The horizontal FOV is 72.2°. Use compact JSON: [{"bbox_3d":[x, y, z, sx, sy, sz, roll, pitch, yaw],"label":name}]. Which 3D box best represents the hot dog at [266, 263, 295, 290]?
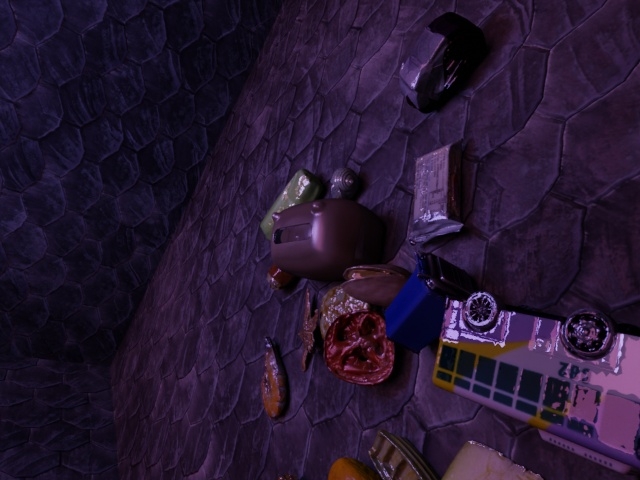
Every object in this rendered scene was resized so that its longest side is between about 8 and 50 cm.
[{"bbox_3d":[-0.134,0.113,1.787,0.213,0.103,0.146,-48,19,13],"label":"hot dog"}]

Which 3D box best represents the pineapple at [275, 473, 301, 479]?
[{"bbox_3d":[-0.050,0.811,1.336,0.111,0.119,0.237,-36,25,-34],"label":"pineapple"}]

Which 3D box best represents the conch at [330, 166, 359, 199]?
[{"bbox_3d":[0.089,-0.202,1.637,0.153,0.102,0.135,164,112,-86],"label":"conch"}]

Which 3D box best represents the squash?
[{"bbox_3d":[0.339,0.555,0.902,0.237,0.155,0.204,13,86,55],"label":"squash"}]

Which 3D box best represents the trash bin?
[{"bbox_3d":[0.268,0.164,1.143,0.234,0.184,0.162,-55,12,30],"label":"trash bin"}]

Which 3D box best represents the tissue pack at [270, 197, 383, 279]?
[{"bbox_3d":[0.000,0.000,1.511,0.387,0.276,0.267,-7,71,52],"label":"tissue pack"}]

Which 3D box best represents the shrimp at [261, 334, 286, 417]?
[{"bbox_3d":[-0.194,0.524,1.694,0.164,0.062,0.317,-44,45,35],"label":"shrimp"}]

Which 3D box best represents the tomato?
[{"bbox_3d":[0.129,0.314,1.302,0.227,0.101,0.228,-2,84,22],"label":"tomato"}]

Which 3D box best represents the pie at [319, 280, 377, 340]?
[{"bbox_3d":[0.085,0.244,1.438,0.248,0.090,0.201,-32,55,39],"label":"pie"}]

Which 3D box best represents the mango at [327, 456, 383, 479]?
[{"bbox_3d":[0.126,0.699,1.104,0.359,0.144,0.187,39,133,55],"label":"mango"}]

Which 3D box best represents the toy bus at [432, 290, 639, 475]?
[{"bbox_3d":[0.455,0.254,0.842,0.440,0.209,0.249,5,79,54],"label":"toy bus"}]

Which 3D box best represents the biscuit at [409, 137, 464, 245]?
[{"bbox_3d":[0.340,-0.146,1.299,0.186,0.079,0.309,-19,59,49],"label":"biscuit"}]

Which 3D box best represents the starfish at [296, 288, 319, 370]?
[{"bbox_3d":[-0.038,0.312,1.565,0.231,0.048,0.295,133,145,-68],"label":"starfish"}]

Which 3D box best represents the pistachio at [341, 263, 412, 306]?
[{"bbox_3d":[0.175,0.128,1.302,0.223,0.152,0.126,3,56,10],"label":"pistachio"}]

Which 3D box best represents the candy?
[{"bbox_3d":[-0.125,-0.137,1.862,0.343,0.132,0.142,-52,24,23],"label":"candy"}]

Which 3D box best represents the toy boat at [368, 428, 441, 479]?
[{"bbox_3d":[0.227,0.599,1.090,0.276,0.084,0.111,41,109,56],"label":"toy boat"}]

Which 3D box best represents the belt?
[{"bbox_3d":[0.373,-0.539,1.362,0.289,0.184,0.164,-54,43,29],"label":"belt"}]
